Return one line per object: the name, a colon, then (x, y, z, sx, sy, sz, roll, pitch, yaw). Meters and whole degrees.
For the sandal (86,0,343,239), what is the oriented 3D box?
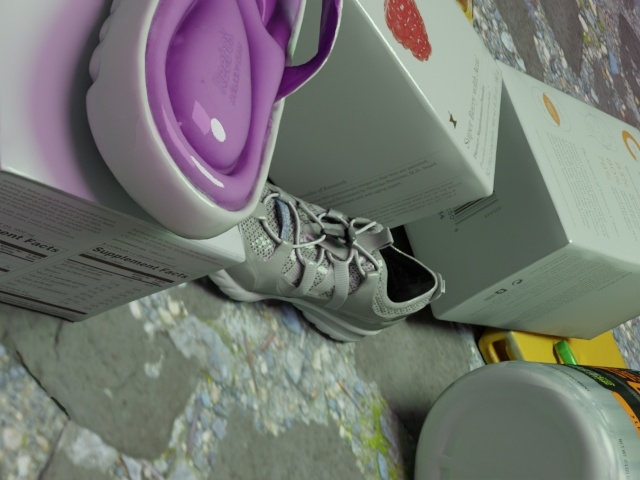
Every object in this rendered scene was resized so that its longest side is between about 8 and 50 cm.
sandal: (-0.037, -0.175, 0.749, 0.169, 0.102, 0.416, 45, 37, -42)

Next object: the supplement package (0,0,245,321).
supplement package: (-0.172, -0.110, 0.735, 0.204, 0.145, 0.261, 23, 53, -54)

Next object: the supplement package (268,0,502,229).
supplement package: (0.013, -0.167, 1.058, 0.293, 0.175, 0.177, 49, 36, -34)

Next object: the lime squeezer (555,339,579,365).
lime squeezer: (0.357, 0.261, 1.439, 0.310, 0.059, 0.110, 52, 3, -27)

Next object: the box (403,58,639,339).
box: (0.247, -0.029, 1.323, 0.345, 0.168, 0.215, 12, 53, -50)

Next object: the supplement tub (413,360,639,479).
supplement tub: (0.258, 0.225, 1.190, 0.338, 0.207, 0.207, 10, 64, -53)

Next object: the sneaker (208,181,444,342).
sneaker: (0.000, 0.000, 0.995, 0.281, 0.115, 0.105, 27, 50, -52)

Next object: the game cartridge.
game cartridge: (0.302, 0.156, 1.502, 0.285, 0.053, 0.323, 62, 27, -14)

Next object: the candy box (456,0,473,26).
candy box: (0.124, -0.346, 1.490, 0.186, 0.053, 0.109, 47, 35, -38)
